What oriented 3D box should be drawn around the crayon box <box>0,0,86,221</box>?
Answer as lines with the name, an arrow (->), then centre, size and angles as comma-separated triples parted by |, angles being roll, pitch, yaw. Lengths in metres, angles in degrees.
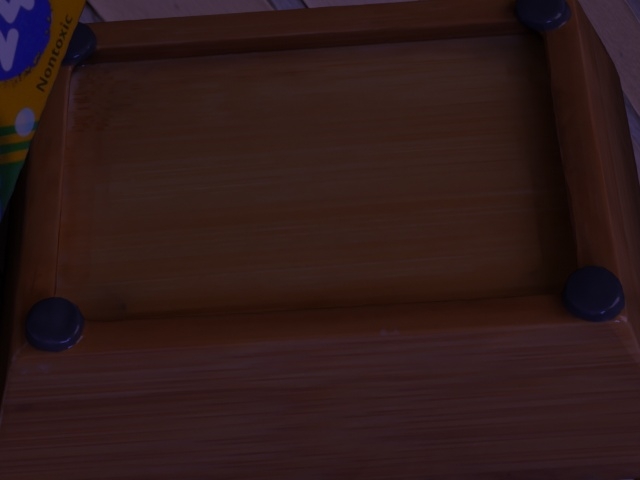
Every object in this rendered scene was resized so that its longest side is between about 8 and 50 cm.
crayon box -> -0.218, -0.129, 0.661 | 0.323, 0.083, 0.203 | 29, 78, -49

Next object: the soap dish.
soap dish -> 0.000, 0.000, 0.829 | 0.118, 0.290, 0.229 | 84, 3, -51

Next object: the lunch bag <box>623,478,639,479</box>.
lunch bag -> 0.132, 0.141, 1.138 | 0.243, 0.115, 0.303 | 6, 63, -69
